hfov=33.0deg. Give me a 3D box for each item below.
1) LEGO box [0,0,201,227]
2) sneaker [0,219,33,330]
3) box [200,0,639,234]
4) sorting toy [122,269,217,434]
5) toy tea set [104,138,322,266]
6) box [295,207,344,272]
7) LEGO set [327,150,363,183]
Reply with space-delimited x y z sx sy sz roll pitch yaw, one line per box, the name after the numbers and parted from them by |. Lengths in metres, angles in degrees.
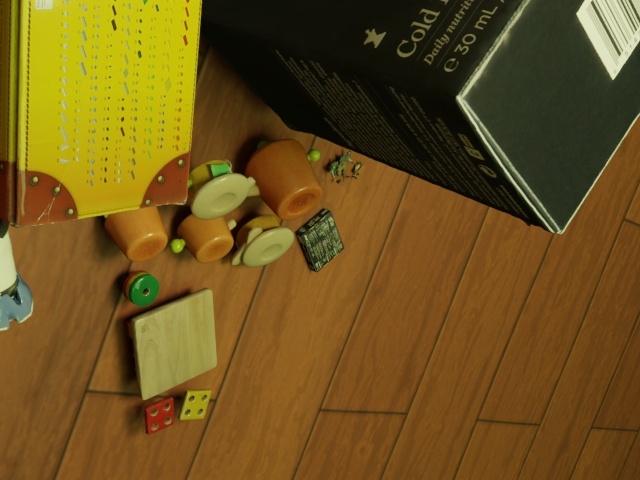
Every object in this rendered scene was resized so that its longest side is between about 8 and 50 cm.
-0.289 -0.309 1.022 0.193 0.372 0.500 -12 118 -41 | LEGO box
-0.474 0.031 1.206 0.316 0.127 0.182 -21 120 -45 | sneaker
0.178 -0.333 1.308 0.479 0.472 0.297 -56 136 -9 | box
-0.218 0.150 1.561 0.132 0.046 0.274 -23 124 -36 | sorting toy
-0.149 -0.064 1.505 0.336 0.124 0.200 1 138 -49 | toy tea set
0.000 0.000 1.723 0.067 0.018 0.083 -42 134 -23 | box
0.035 -0.116 1.703 0.054 0.023 0.083 -58 151 -3 | LEGO set
